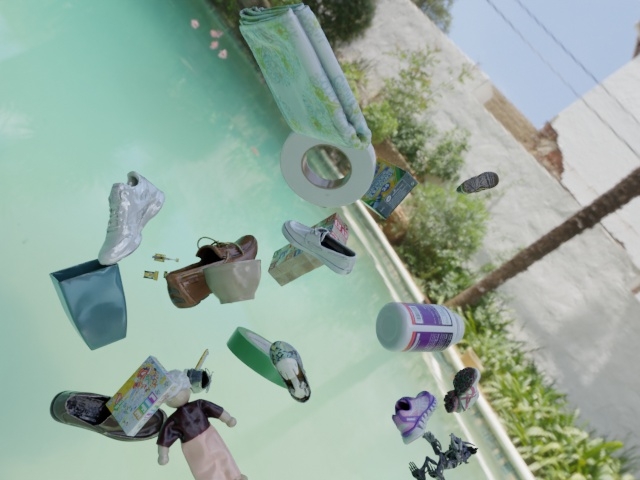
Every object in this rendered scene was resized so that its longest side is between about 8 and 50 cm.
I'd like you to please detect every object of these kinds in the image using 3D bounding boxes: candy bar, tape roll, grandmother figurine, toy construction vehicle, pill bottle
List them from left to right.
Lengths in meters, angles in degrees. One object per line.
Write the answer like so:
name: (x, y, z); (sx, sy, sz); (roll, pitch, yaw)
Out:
toy construction vehicle: (-0.500, 0.086, 1.684); (0.098, 0.085, 0.035); (12, -8, -10)
grandmother figurine: (-0.318, 0.487, 1.348); (0.208, 0.104, 0.342); (-24, 87, -40)
candy bar: (-0.540, 0.552, 2.415); (0.161, 0.018, 0.040); (-66, 166, -54)
tape roll: (-0.207, 0.450, 2.059); (0.321, 0.077, 0.321); (34, -4, 3)
tape roll: (0.029, -0.307, 2.157); (0.392, 0.392, 0.072); (50, 34, -24)
pill bottle: (0.377, 0.325, 2.000); (0.323, 0.181, 0.181); (8, 36, -32)

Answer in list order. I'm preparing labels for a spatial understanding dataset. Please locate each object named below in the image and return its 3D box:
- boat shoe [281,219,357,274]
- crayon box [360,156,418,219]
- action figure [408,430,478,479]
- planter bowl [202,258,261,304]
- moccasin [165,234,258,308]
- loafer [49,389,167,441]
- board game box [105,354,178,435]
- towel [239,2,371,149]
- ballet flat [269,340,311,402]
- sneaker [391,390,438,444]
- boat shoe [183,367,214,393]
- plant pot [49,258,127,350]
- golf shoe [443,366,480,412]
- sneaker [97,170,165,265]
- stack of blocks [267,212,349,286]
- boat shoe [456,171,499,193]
boat shoe: (0.000, 0.000, 1.625); (0.258, 0.084, 0.095); (31, 38, 10)
crayon box: (0.253, -0.235, 2.300); (0.083, 0.203, 0.323); (39, 4, -28)
action figure: (0.433, 0.731, 1.856); (0.276, 0.164, 0.140); (-15, 83, -46)
planter bowl: (-0.238, 0.118, 1.484); (0.162, 0.162, 0.109); (13, 67, -77)
moccasin: (-0.331, 0.064, 1.665); (0.380, 0.139, 0.146); (-35, 113, -45)
loafer: (-0.660, 0.561, 1.701); (0.366, 0.130, 0.133); (18, 65, -27)
board game box: (-0.419, 0.362, 1.260); (0.103, 0.154, 0.026); (38, -7, 30)
towel: (-0.049, -0.400, 1.330); (0.374, 0.090, 0.320); (58, -12, -32)
ballet flat: (-0.065, 0.315, 1.265); (0.070, 0.070, 0.188); (-114, 179, -56)
sneaker: (0.282, 0.514, 1.644); (0.104, 0.095, 0.236); (48, 28, 7)
boat shoe: (-0.456, 0.529, 2.040); (0.254, 0.079, 0.095); (86, 5, -64)
plant pot: (-0.671, 0.191, 1.597); (0.166, 0.166, 0.234); (10, -64, 54)
golf shoe: (0.428, 0.433, 1.566); (0.086, 0.186, 0.067); (3, 39, -17)
sneaker: (-0.552, -0.065, 1.487); (0.152, 0.114, 0.305); (54, 35, -36)
stack of blocks: (-0.043, 0.034, 1.994); (0.087, 0.297, 0.171); (50, 28, -22)
boat shoe: (0.478, -0.175, 1.635); (0.049, 0.152, 0.056); (-9, -86, 63)
